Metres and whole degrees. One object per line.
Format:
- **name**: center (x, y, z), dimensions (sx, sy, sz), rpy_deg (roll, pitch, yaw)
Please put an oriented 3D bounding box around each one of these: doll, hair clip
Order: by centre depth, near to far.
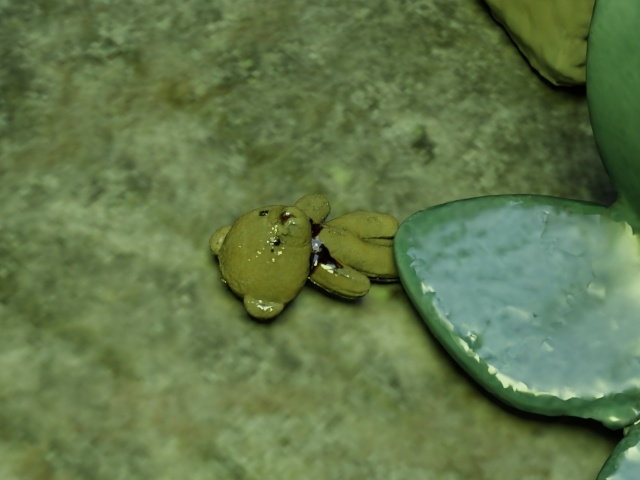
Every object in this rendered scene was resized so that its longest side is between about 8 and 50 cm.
- **hair clip**: center (0.239, -0.005, 0.506), dimensions (0.392, 0.238, 0.318), rpy_deg (-28, 65, -30)
- **doll**: center (-0.004, 0.006, 0.577), dimensions (0.093, 0.051, 0.061), rpy_deg (10, 44, -45)

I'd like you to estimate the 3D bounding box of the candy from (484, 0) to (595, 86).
- **candy**: center (0.171, -0.239, 0.625), dimensions (0.135, 0.320, 0.179), rpy_deg (-20, 64, -22)
